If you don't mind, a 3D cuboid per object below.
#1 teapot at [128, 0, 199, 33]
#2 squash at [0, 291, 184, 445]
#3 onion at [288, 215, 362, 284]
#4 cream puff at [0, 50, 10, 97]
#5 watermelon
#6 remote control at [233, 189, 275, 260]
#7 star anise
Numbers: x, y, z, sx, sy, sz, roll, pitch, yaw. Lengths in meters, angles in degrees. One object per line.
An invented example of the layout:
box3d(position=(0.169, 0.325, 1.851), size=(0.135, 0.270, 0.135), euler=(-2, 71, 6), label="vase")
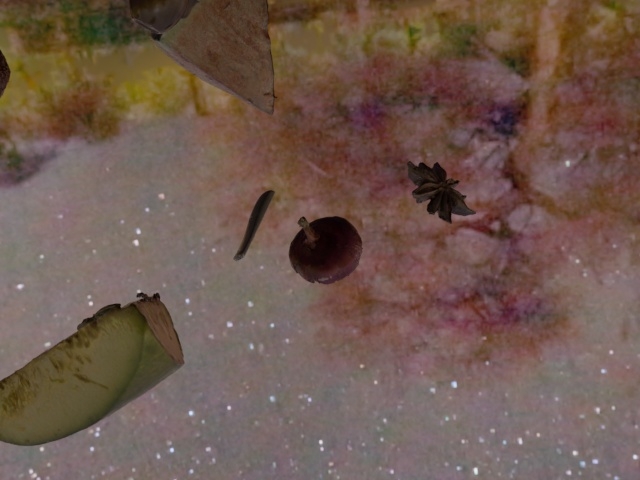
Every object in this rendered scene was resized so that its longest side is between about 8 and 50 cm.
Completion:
box3d(position=(-0.206, -0.301, 0.873), size=(0.110, 0.080, 0.085), euler=(25, 180, 38), label="teapot")
box3d(position=(-0.266, 0.153, 0.707), size=(0.252, 0.093, 0.169), euler=(-29, 179, -6), label="squash")
box3d(position=(0.000, 0.000, 1.333), size=(0.149, 0.140, 0.150), euler=(-13, -135, 13), label="onion")
box3d(position=(-0.560, -0.248, 1.131), size=(0.149, 0.084, 0.149), euler=(-37, -153, 23), label="cream puff")
box3d(position=(-0.237, -0.393, 1.472), size=(0.250, 0.293, 0.283), euler=(-11, 171, -21), label="watermelon")
box3d(position=(-0.152, -0.037, 1.571), size=(0.050, 0.027, 0.184), euler=(-29, -146, 55), label="remote control")
box3d(position=(0.280, -0.111, 1.683), size=(0.195, 0.183, 0.065), euler=(-4, 146, -43), label="star anise")
